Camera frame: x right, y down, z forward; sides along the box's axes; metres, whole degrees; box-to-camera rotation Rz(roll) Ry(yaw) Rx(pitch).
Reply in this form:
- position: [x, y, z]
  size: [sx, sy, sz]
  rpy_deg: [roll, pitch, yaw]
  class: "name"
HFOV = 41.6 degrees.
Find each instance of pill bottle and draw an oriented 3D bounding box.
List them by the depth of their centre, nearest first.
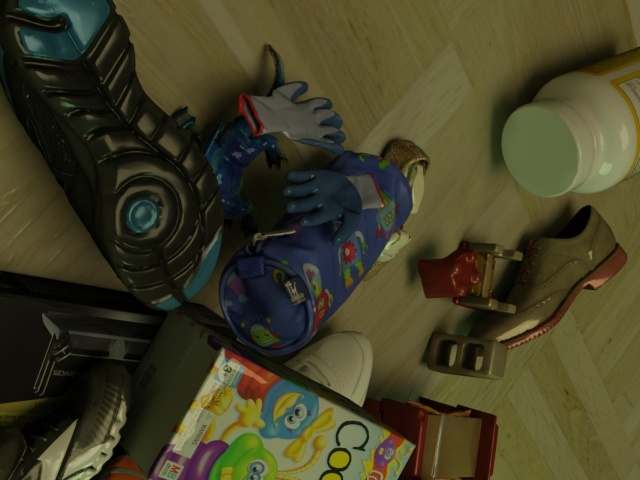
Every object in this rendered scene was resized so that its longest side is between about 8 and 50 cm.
- position: [0.443, -0.183, 1.308]
  size: [0.334, 0.188, 0.188]
  rpy_deg: [-23, 122, -33]
  class: "pill bottle"

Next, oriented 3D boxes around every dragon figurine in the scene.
- position: [-0.121, -0.089, 0.912]
  size: [0.144, 0.085, 0.289]
  rpy_deg: [18, 96, -45]
  class: "dragon figurine"

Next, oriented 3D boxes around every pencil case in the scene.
- position: [0.000, 0.000, 0.964]
  size: [0.306, 0.119, 0.133]
  rpy_deg: [-47, 130, -50]
  class: "pencil case"

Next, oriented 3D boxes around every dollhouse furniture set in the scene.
- position: [0.166, 0.175, 1.272]
  size: [0.201, 0.152, 0.374]
  rpy_deg: [17, 79, -44]
  class: "dollhouse furniture set"

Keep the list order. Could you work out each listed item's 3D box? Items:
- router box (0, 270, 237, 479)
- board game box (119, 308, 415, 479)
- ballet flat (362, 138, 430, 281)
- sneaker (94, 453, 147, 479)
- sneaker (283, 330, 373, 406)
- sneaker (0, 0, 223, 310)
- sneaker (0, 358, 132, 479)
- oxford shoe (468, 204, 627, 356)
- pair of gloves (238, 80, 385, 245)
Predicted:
- position: [-0.261, 0.174, 0.903]
  size: [0.308, 0.081, 0.243]
  rpy_deg: [16, 97, -45]
  class: "router box"
- position: [-0.060, 0.207, 0.901]
  size: [0.275, 0.142, 0.144]
  rpy_deg: [32, 84, -32]
  class: "board game box"
- position: [0.097, -0.034, 1.145]
  size: [0.073, 0.067, 0.206]
  rpy_deg: [4, 105, -44]
  class: "ballet flat"
- position: [-0.165, 0.353, 0.942]
  size: [0.180, 0.125, 0.321]
  rpy_deg: [-44, 126, 13]
  class: "sneaker"
- position: [-0.040, 0.218, 1.069]
  size: [0.305, 0.114, 0.152]
  rpy_deg: [-41, 159, -23]
  class: "sneaker"
- position: [-0.197, -0.090, 0.789]
  size: [0.125, 0.139, 0.341]
  rpy_deg: [-34, 121, -27]
  class: "sneaker"
- position: [-0.272, 0.206, 0.794]
  size: [0.234, 0.078, 0.106]
  rpy_deg: [-54, 137, -6]
  class: "sneaker"
- position: [0.361, 0.066, 1.419]
  size: [0.348, 0.123, 0.130]
  rpy_deg: [-35, 102, -25]
  class: "oxford shoe"
- position: [-0.006, -0.086, 0.912]
  size: [0.159, 0.023, 0.198]
  rpy_deg: [-10, 72, -49]
  class: "pair of gloves"
